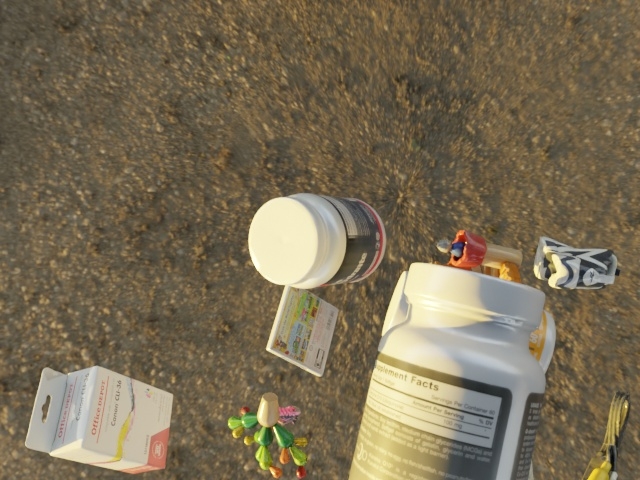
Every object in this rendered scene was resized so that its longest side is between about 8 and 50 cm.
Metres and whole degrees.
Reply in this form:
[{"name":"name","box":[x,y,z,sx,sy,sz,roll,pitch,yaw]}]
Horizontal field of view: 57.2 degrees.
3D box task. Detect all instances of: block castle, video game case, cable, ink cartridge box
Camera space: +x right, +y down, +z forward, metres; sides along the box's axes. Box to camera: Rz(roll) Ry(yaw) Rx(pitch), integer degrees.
[{"name":"block castle","box":[0.308,0.218,1.407,0.212,0.303,0.454,13,135,-9]},{"name":"video game case","box":[-0.049,0.267,1.783,0.206,0.026,0.227,33,56,-28]},{"name":"cable","box":[0.627,0.467,1.246,0.287,0.072,0.140,-50,118,-25]},{"name":"ink cartridge box","box":[-0.307,0.255,0.841,0.067,0.198,0.116,-19,55,24]}]

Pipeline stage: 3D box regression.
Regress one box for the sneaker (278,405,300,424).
[{"name":"sneaker","box":[-0.121,0.535,1.781,0.119,0.047,0.057,6,109,-17]}]

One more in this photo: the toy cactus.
[{"name":"toy cactus","box":[-0.112,0.426,1.331,0.218,0.112,0.181,25,119,36]}]

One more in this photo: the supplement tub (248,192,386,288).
[{"name":"supplement tub","box":[0.000,0.000,1.224,0.191,0.272,0.191,1,91,33]}]

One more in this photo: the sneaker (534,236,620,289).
[{"name":"sneaker","box":[0.573,0.054,1.304,0.152,0.235,0.094,8,97,5]}]

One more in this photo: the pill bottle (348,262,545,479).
[{"name":"pill bottle","box":[0.159,0.224,0.733,0.210,0.210,0.363,13,84,7]}]

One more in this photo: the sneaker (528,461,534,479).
[{"name":"sneaker","box":[0.235,0.395,0.917,0.169,0.292,0.108,-34,91,38]}]

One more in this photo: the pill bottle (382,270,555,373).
[{"name":"pill bottle","box":[0.265,0.161,1.074,0.278,0.162,0.162,19,96,3]}]
